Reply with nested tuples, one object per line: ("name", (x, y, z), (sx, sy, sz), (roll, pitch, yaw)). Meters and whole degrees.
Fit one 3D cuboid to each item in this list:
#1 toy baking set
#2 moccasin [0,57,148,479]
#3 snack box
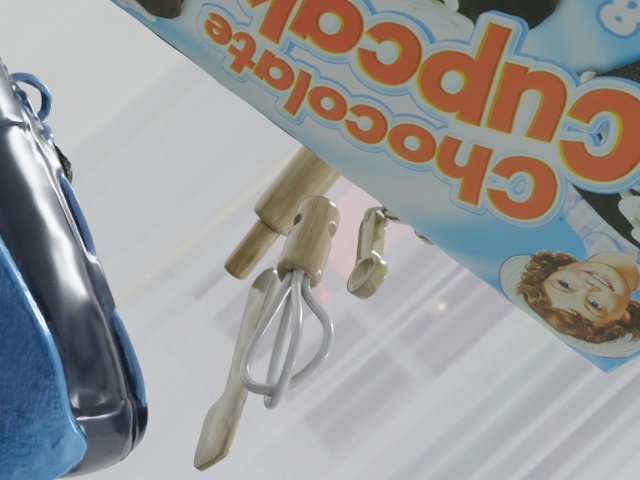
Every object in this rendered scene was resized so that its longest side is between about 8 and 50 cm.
("toy baking set", (0.000, -0.003, 0.657), (0.030, 0.256, 0.197), (37, 11, -20))
("moccasin", (-0.198, -0.019, 0.647), (0.117, 0.137, 0.342), (24, 40, -64))
("snack box", (0.032, -0.102, 0.403), (0.322, 0.060, 0.187), (37, -37, -3))
